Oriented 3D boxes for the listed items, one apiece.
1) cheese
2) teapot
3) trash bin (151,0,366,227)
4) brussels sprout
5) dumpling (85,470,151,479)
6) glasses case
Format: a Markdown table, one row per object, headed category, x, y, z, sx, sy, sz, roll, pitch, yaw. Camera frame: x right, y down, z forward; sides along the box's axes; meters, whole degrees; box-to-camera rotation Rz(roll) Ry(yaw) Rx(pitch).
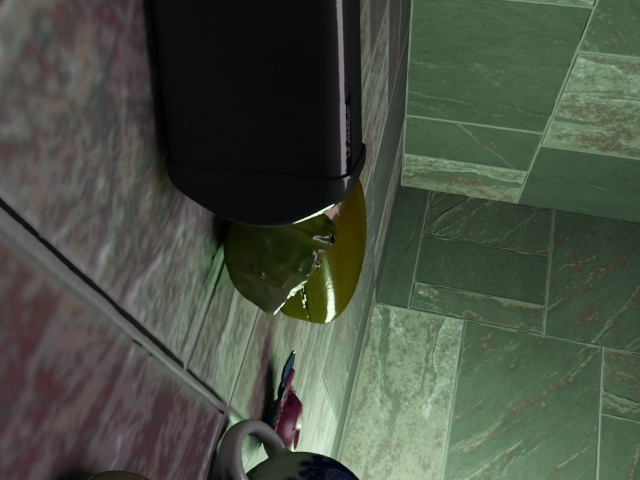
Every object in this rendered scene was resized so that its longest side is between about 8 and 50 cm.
| category | x | y | z | sx | sy | sz | roll | pitch | yaw |
| --- | --- | --- | --- | --- | --- | --- | --- | --- | --- |
| cheese | -0.069 | 0.327 | 1.142 | 0.155 | 0.062 | 0.244 | -60 | 156 | -64 |
| teapot | -0.040 | 0.468 | 0.913 | 0.423 | 0.253 | 0.280 | 66 | 18 | -7 |
| trash bin | -0.049 | -0.129 | 0.524 | 0.101 | 0.177 | 0.236 | -63 | 157 | -55 |
| brussels sprout | -0.062 | 0.004 | 0.739 | 0.149 | 0.122 | 0.151 | -56 | -175 | -34 |
| dumpling | -0.150 | 0.251 | 0.470 | 0.199 | 0.136 | 0.118 | -12 | 119 | -67 |
| glasses case | 0.000 | 0.000 | 0.985 | 0.371 | 0.141 | 0.173 | 84 | 19 | -57 |
